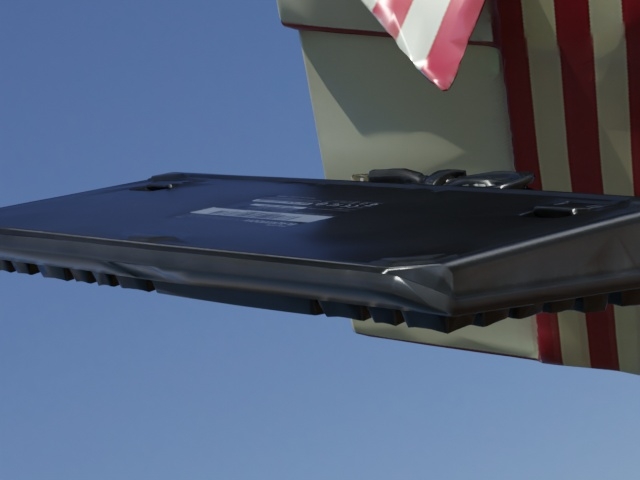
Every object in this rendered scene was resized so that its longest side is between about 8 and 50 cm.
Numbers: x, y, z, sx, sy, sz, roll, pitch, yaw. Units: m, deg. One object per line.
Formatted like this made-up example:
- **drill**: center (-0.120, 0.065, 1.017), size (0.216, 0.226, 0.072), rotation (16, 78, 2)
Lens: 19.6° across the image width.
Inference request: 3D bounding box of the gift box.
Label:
- **gift box**: center (0.131, -0.095, 0.710), size (0.255, 0.276, 0.258), rotation (3, -43, 13)

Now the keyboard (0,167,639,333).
- **keyboard**: center (0.000, 0.000, 0.428), size (0.108, 0.023, 0.180), rotation (-14, 13, -39)
